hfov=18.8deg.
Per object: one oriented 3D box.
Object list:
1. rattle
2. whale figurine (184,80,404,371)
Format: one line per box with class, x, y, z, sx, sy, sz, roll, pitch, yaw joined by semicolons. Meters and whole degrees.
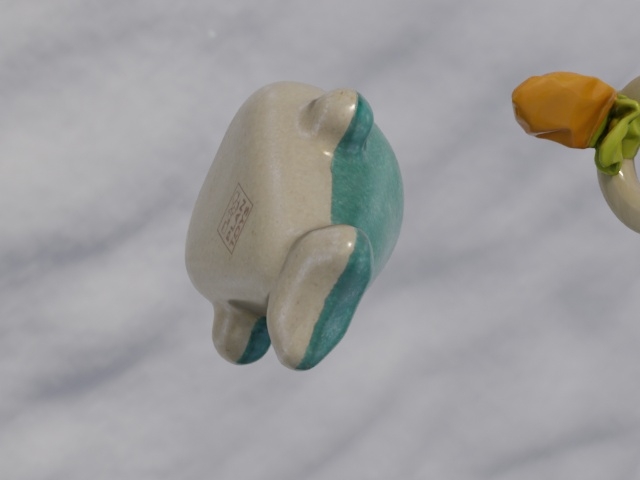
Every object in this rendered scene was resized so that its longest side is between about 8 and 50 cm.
rattle;0.240;-0.033;1.347;0.130;0.199;0.143;-29;157;24
whale figurine;0.000;0.000;1.349;0.141;0.272;0.216;20;105;-20
